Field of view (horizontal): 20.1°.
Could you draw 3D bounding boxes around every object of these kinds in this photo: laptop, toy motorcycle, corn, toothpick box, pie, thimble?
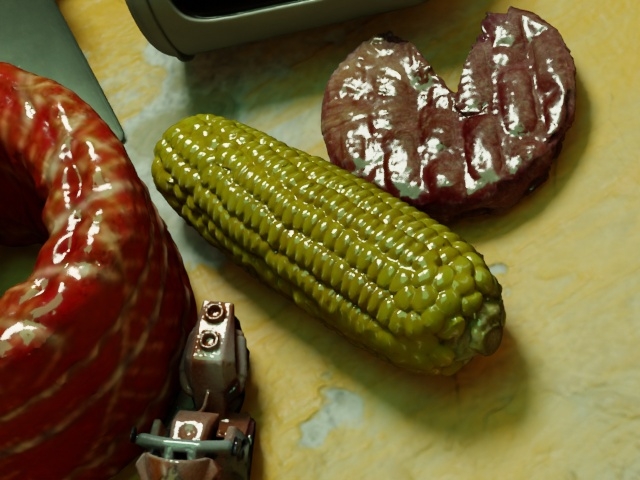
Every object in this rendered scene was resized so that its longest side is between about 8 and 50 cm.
[{"bbox_3d":[-0.316,-0.166,1.615,0.187,0.269,0.015,-27,11,2],"label":"laptop"},{"bbox_3d":[-0.091,0.142,1.386,0.084,0.118,0.212,3,60,12],"label":"toy motorcycle"},{"bbox_3d":[0.000,0.000,1.447,0.363,0.120,0.120,29,72,36],"label":"corn"},{"bbox_3d":[-0.009,-0.289,1.588,0.316,0.229,0.229,-10,56,13],"label":"toothpick box"},{"bbox_3d":[0.107,-0.106,1.512,0.219,0.054,0.204,2,60,19],"label":"pie"},{"bbox_3d":[-0.281,0.043,1.455,0.350,0.230,0.350,-9,55,13],"label":"thimble"}]
